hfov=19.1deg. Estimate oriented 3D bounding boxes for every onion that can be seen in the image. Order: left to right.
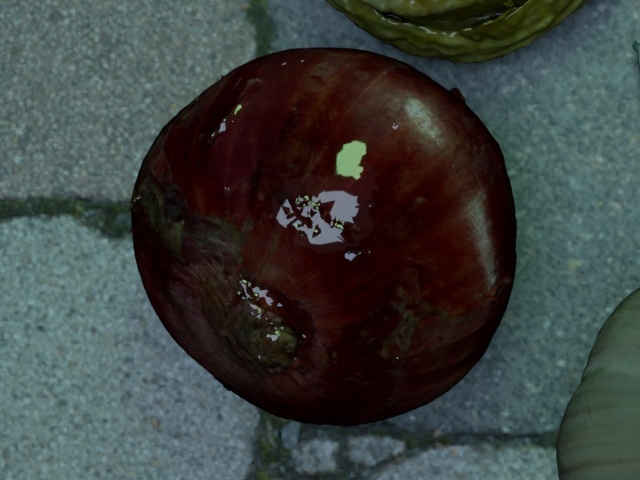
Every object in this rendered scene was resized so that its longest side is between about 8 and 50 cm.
[{"bbox_3d":[0.000,0.000,1.315,0.276,0.276,0.276,1,93,12],"label":"onion"}]

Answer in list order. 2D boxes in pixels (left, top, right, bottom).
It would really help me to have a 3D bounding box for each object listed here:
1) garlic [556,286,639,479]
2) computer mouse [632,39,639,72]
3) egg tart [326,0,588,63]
[{"bbox_3d":[0.290,0.151,1.254,0.317,0.259,0.318,2,81,-13],"label":"garlic"},{"bbox_3d":[0.323,-0.145,1.327,0.231,0.071,0.126,-35,85,12],"label":"computer mouse"},{"bbox_3d":[0.074,-0.245,1.304,0.294,0.123,0.294,8,124,12],"label":"egg tart"}]
